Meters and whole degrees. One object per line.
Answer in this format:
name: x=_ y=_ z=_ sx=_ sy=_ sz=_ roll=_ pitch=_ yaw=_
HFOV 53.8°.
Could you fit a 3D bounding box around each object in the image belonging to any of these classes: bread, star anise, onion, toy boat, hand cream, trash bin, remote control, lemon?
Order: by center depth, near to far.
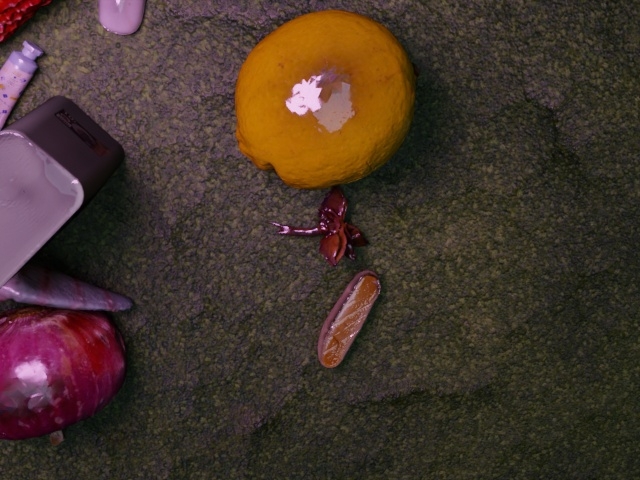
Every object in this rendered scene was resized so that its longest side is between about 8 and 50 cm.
trash bin: x=-0.431 y=-0.078 z=0.946 sx=0.223 sy=0.343 sz=0.158 roll=-45 pitch=112 yaw=3
remote control: x=-0.313 y=-0.450 z=1.015 sx=0.073 sy=0.044 sz=0.229 roll=10 pitch=104 yaw=-11
lemon: x=0.009 y=-0.225 z=1.026 sx=0.297 sy=0.297 sz=0.296 roll=-3 pitch=107 yaw=-10
hand cream: x=-0.516 y=-0.249 z=1.035 sx=0.065 sy=0.043 sz=0.170 roll=36 pitch=99 yaw=-22
toy boat: x=-0.446 y=0.084 z=1.083 sx=0.282 sy=0.206 sz=0.096 roll=25 pitch=89 yaw=-32
onion: x=-0.473 y=0.232 z=1.093 sx=0.256 sy=0.230 sz=0.272 roll=-34 pitch=102 yaw=0
star anise: x=-0.003 y=-0.010 z=1.198 sx=0.144 sy=0.158 sz=0.140 roll=-22 pitch=102 yaw=31
bread: x=0.051 y=0.153 z=1.262 sx=0.073 sy=0.053 sz=0.214 roll=25 pitch=97 yaw=-21

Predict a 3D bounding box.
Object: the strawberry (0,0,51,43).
strawberry: x=-0.497 y=-0.397 z=0.943 sx=0.205 sy=0.205 sz=0.244 roll=28 pitch=121 yaw=-17
